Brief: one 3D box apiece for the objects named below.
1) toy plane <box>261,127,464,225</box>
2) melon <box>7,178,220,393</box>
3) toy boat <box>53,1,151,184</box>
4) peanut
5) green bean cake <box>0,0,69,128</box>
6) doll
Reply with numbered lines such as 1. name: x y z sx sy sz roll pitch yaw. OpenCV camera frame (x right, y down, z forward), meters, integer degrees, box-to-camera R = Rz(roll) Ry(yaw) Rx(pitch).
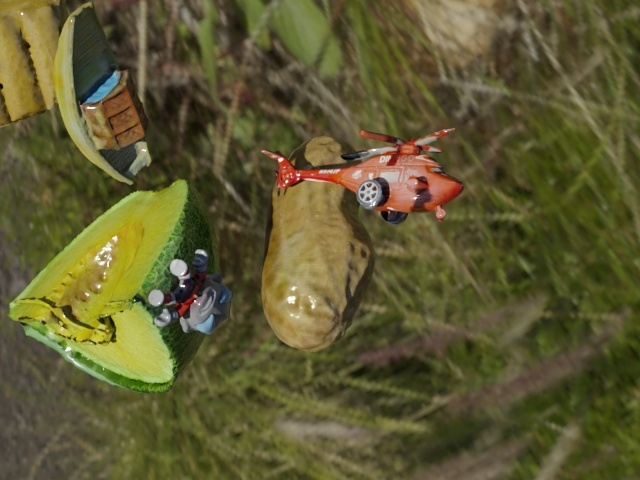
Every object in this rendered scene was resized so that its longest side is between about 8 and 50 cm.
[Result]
1. toy plane: 0.035 -0.060 1.398 0.194 0.077 0.126 7 168 8
2. melon: -0.159 0.043 1.461 0.129 0.265 0.169 45 63 -23
3. toy boat: -0.188 -0.126 1.329 0.065 0.066 0.172 -50 136 -38
4. peanut: 0.000 0.000 1.467 0.108 0.226 0.095 -9 149 19
5. green bean cake: -0.360 -0.203 1.551 0.224 0.229 0.131 -19 120 -14
6. doll: -0.087 0.044 1.133 0.039 0.057 0.114 -1 162 19
